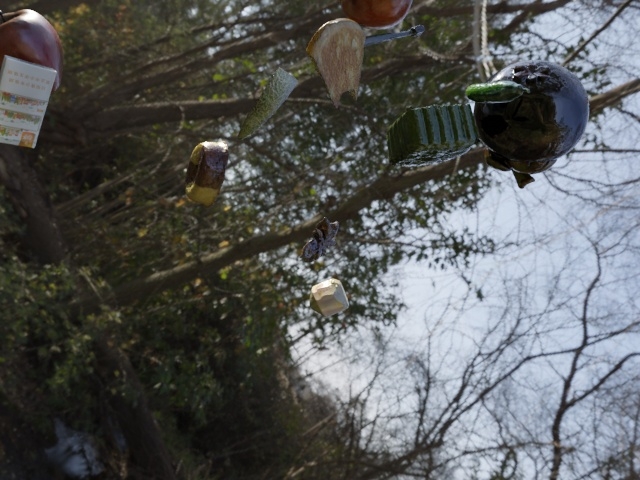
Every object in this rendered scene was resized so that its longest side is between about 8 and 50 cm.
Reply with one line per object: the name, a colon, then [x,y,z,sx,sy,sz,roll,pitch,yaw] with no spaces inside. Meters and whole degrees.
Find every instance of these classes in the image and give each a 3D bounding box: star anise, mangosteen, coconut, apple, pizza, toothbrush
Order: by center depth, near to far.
pizza: [0.056,-0.466,1.380,0.034,0.181,0.262,38,-16,33]
apple: [-0.814,-0.513,1.431,0.234,0.234,0.234,55,-12,18]
toothbrush: [0.182,-0.589,1.516,0.030,0.297,0.030,-6,-77,65]
apple: [0.157,-0.755,1.553,0.253,0.254,0.253,55,-12,18]
coconut: [0.022,0.191,1.708,0.116,0.122,0.116,-23,90,-87]
mangosteen: [0.725,-0.404,1.823,0.382,0.382,0.435,49,-15,40]
star anise: [0.005,0.004,2.153,0.073,0.212,0.197,34,16,24]

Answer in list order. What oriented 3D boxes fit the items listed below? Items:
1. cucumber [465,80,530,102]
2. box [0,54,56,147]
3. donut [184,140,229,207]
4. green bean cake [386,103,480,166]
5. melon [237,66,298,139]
cucumber: [0.446,-0.382,1.349,0.056,0.056,0.250,63,-10,-20]
box: [-0.774,-0.351,1.348,0.032,0.220,0.122,38,21,33]
donut: [-0.310,-0.184,1.406,0.184,0.073,0.166,-54,-140,36]
green bean cake: [0.362,-0.340,1.730,0.250,0.247,0.156,144,-63,-76]
melon: [-0.128,-0.303,1.187,0.054,0.182,0.098,37,-3,-15]
